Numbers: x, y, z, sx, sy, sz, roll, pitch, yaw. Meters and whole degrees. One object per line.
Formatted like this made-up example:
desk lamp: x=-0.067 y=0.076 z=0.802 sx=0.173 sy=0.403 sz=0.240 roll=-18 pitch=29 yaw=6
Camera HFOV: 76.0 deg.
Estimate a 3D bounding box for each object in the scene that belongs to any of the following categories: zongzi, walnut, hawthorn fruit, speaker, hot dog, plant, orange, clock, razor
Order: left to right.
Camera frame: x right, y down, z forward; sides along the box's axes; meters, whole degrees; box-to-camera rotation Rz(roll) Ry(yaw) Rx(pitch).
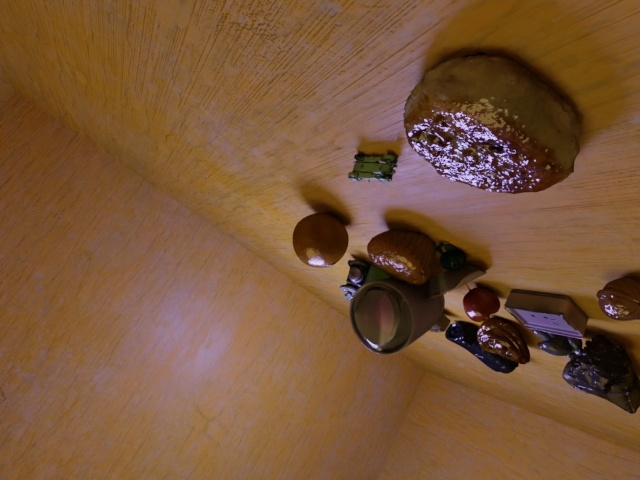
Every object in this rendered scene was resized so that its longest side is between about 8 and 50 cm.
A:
orange: x=0.000 y=0.000 z=1.581 sx=0.236 sy=0.237 sz=0.236 roll=28 pitch=164 yaw=9
zongzi: x=0.478 y=0.343 z=1.992 sx=0.228 sy=0.115 sz=0.256 roll=37 pitch=174 yaw=-9
speaker: x=0.411 y=0.045 z=1.291 sx=0.095 sy=0.060 sz=0.075 roll=68 pitch=159 yaw=-2
hawthorn fruit: x=0.552 y=0.221 z=1.430 sx=0.140 sy=0.125 sz=0.125 roll=26 pitch=164 yaw=8
razor: x=0.761 y=0.506 z=1.939 sx=0.326 sy=0.107 sz=0.189 roll=34 pitch=165 yaw=-6
hot dog: x=0.754 y=0.420 z=1.674 sx=0.196 sy=0.122 sz=0.272 roll=16 pitch=157 yaw=42
clock: x=0.696 y=0.226 z=1.270 sx=0.147 sy=0.071 sz=0.192 roll=38 pitch=163 yaw=-23
plant: x=0.821 y=0.350 z=1.310 sx=0.274 sy=0.148 sz=0.147 roll=37 pitch=131 yaw=54
zongzi: x=0.942 y=0.429 z=1.408 sx=0.289 sy=0.123 sz=0.260 roll=54 pitch=162 yaw=-21
walnut: x=0.698 y=0.136 z=0.939 sx=0.105 sy=0.105 sz=0.124 roll=28 pitch=179 yaw=8

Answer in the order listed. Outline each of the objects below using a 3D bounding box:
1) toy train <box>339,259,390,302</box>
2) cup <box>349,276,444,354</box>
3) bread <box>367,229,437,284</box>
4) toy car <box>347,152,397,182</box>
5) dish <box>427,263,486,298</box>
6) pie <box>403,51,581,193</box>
toy train: x=0.233 y=0.217 z=1.929 sx=0.248 sy=0.174 sz=0.307 roll=16 pitch=160 yaw=17
cup: x=0.301 y=0.253 z=1.519 sx=0.253 sy=0.254 sz=0.371 roll=19 pitch=-164 yaw=36
bread: x=0.270 y=0.049 z=1.375 sx=0.239 sy=0.139 sz=0.240 roll=28 pitch=164 yaw=9
toy car: x=0.135 y=-0.182 z=1.046 sx=0.054 sy=0.073 sz=0.143 roll=23 pitch=172 yaw=-42
dish: x=0.441 y=0.124 z=1.352 sx=0.064 sy=0.153 sz=0.234 roll=64 pitch=168 yaw=11
pie: x=0.286 y=-0.185 z=0.735 sx=0.314 sy=0.093 sz=0.315 roll=27 pitch=165 yaw=8
